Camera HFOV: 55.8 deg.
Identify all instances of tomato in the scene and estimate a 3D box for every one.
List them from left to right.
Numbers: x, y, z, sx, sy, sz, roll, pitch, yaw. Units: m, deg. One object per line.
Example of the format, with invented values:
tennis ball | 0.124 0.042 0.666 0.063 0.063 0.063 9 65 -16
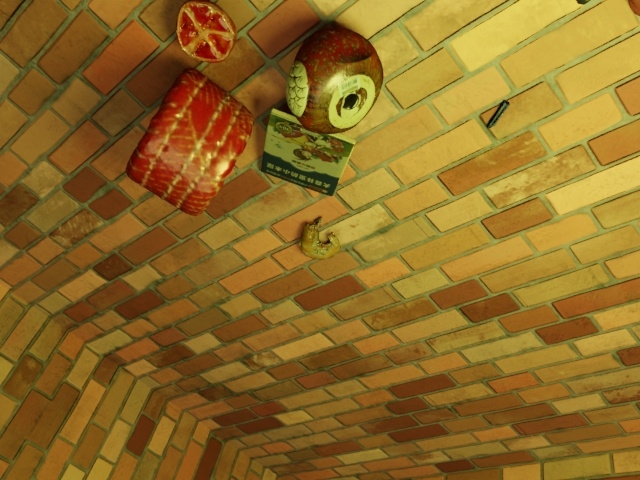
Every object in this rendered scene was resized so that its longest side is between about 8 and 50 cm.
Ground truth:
tomato | -0.266 -0.509 1.451 0.155 0.069 0.156 11 134 11

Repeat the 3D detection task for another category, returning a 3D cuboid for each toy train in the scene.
toy train | 0.429 -0.303 1.464 0.017 0.017 0.083 18 137 -10

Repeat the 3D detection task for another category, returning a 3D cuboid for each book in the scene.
book | -0.043 -0.223 1.622 0.228 0.018 0.322 20 157 -1

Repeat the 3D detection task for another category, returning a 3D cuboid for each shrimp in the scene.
shrimp | -0.001 -0.003 1.897 0.132 0.052 0.188 2 143 0

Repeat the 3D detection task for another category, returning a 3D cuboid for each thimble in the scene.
thimble | -0.332 -0.250 1.551 0.230 0.350 0.350 32 135 -17

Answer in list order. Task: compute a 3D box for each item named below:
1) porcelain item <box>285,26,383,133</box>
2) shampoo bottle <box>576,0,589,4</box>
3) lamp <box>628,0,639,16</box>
porcelain item | 0.017 -0.385 1.410 0.252 0.253 0.253 10 136 9
shampoo bottle | 0.452 -0.560 1.149 0.127 0.078 0.257 -28 118 31
lamp | 0.651 -0.473 1.161 0.107 0.093 0.107 7 172 1
